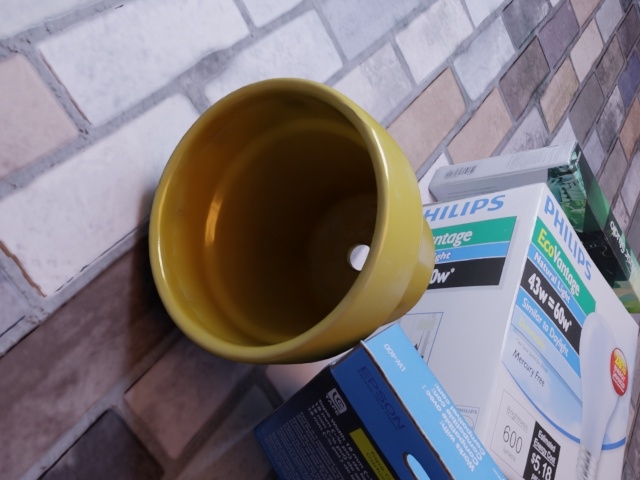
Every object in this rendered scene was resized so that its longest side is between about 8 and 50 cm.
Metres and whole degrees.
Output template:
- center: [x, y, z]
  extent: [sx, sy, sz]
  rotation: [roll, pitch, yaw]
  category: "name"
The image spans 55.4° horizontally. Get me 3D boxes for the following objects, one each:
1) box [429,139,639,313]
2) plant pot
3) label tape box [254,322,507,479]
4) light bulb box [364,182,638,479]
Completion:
- center: [0.348, -0.003, 0.967]
  extent: [0.322, 0.232, 0.058]
  rotation: [48, 57, -28]
  category: "box"
- center: [0.000, 0.000, 0.621]
  extent: [0.239, 0.254, 0.254]
  rotation: [23, 66, -59]
  category: "plant pot"
- center: [0.078, 0.209, 0.521]
  extent: [0.106, 0.334, 0.241]
  rotation: [-28, 76, -29]
  category: "label tape box"
- center: [0.245, 0.179, 0.833]
  extent: [0.358, 0.225, 0.361]
  rotation: [44, 55, -31]
  category: "light bulb box"
